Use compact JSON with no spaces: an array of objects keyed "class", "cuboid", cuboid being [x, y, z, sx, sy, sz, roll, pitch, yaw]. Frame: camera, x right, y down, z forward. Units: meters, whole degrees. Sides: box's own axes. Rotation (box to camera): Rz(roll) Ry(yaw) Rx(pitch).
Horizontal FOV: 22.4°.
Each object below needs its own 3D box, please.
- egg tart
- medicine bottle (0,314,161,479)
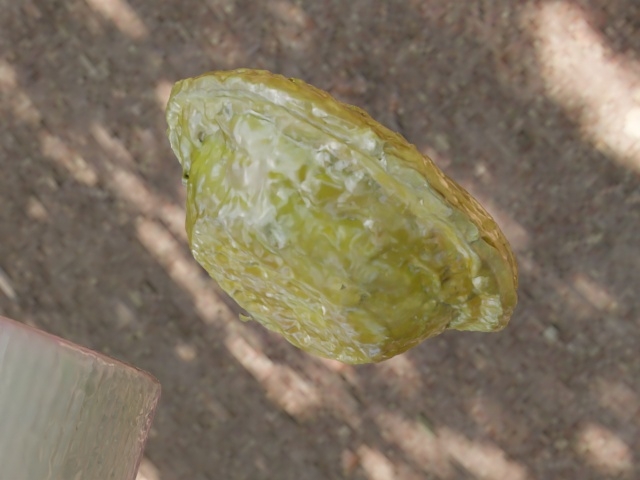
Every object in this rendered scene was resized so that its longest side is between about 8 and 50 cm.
[{"class":"egg tart","cuboid":[0.000,0.000,1.242,0.319,0.128,0.319,28,160,11]},{"class":"medicine bottle","cuboid":[-0.201,0.164,0.526,0.256,0.324,0.256,19,173,2]}]
